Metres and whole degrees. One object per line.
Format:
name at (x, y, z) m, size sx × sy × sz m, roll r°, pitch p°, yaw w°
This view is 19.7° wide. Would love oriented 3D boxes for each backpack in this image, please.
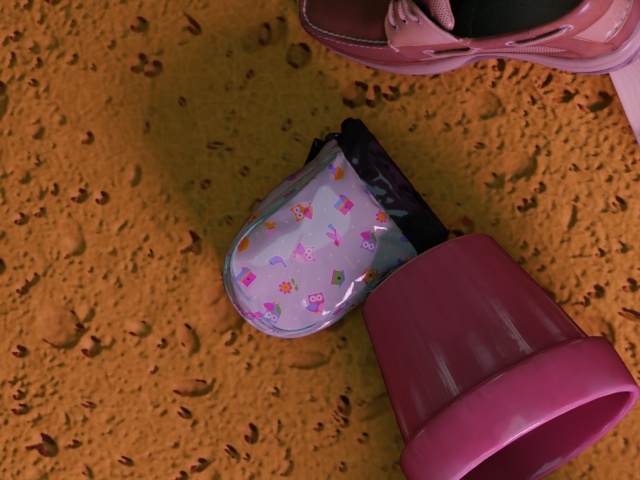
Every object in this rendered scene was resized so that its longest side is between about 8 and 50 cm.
backpack at (0.000, 0.000, 1.563) m, size 0.182 × 0.115 × 0.152 m, roll -37°, pitch 87°, yaw 3°

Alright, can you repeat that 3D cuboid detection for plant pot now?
plant pot at (0.133, 0.102, 1.519) m, size 0.201 × 0.201 × 0.180 m, roll -30°, pitch 70°, yaw 1°

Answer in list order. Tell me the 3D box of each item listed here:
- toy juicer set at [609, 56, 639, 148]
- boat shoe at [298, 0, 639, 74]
toy juicer set at (0.388, -0.109, 1.569) m, size 0.329 × 0.089 × 0.209 m, roll -3°, pitch 104°, yaw 0°
boat shoe at (0.113, -0.205, 1.517) m, size 0.324 × 0.116 × 0.123 m, roll 2°, pitch 81°, yaw 33°
